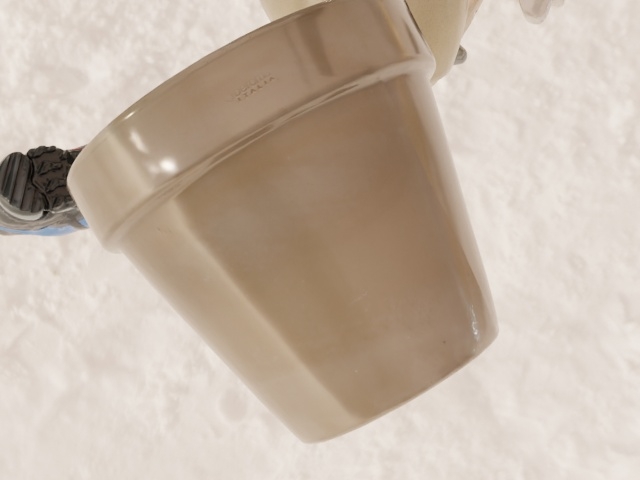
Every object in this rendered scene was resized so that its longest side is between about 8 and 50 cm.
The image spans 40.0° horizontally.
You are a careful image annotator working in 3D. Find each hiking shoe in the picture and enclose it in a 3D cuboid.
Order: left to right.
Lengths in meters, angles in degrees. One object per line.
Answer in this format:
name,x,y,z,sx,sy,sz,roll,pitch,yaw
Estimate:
hiking shoe,-0.288,-0.071,1.139,0.304,0.132,0.113,-6,75,-40

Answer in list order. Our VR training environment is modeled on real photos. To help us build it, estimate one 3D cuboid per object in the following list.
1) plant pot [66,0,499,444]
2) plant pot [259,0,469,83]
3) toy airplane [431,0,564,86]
plant pot,0.000,0.000,0.733,0.323,0.323,0.280,-28,86,-24
plant pot,0.082,-0.293,1.178,0.284,0.284,0.191,-30,107,-24
toy airplane,0.242,-0.480,1.505,0.386,0.272,0.384,-22,83,-7
